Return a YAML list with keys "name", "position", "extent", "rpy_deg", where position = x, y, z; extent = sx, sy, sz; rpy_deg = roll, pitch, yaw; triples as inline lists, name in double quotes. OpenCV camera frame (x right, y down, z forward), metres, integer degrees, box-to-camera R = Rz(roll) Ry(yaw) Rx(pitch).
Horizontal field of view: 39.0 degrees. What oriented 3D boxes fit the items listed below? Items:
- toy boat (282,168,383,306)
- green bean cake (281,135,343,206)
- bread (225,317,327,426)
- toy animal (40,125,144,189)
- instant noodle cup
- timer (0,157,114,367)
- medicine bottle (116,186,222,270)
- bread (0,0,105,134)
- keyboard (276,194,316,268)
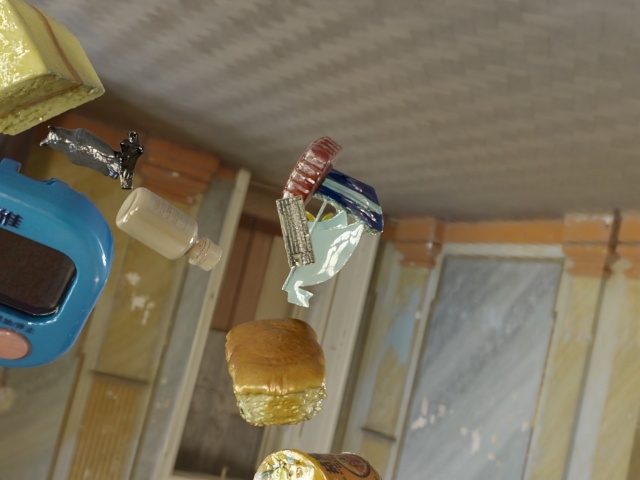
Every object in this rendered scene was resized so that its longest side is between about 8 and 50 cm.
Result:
- name: "toy boat"
  position: [0.000, 0.000, 1.849]
  extent: [0.221, 0.291, 0.067]
  rpy_deg: [27, -177, 19]
- name: "green bean cake"
  position: [-0.018, -0.132, 1.735]
  extent: [0.056, 0.135, 0.135]
  rpy_deg: [34, -158, 4]
- name: "bread"
  position: [-0.080, 0.225, 1.594]
  extent: [0.174, 0.121, 0.245]
  rpy_deg: [3, -156, -9]
- name: "toy animal"
  position: [-0.498, -0.178, 1.959]
  extent: [0.210, 0.121, 0.117]
  rpy_deg: [9, -140, -26]
- name: "instant noodle cup"
  position: [0.005, 0.475, 1.621]
  extent: [0.216, 0.215, 0.172]
  rpy_deg: [7, 180, 44]
- name: "timer"
  position: [-0.457, 0.017, 1.194]
  extent: [0.340, 0.115, 0.309]
  rpy_deg: [24, 126, -16]
- name: "medicine bottle"
  position: [-0.348, -0.017, 2.121]
  extent: [0.252, 0.114, 0.114]
  rpy_deg: [34, 164, -24]
- name: "bread"
  position: [-0.571, -0.306, 1.615]
  extent: [0.236, 0.198, 0.263]
  rpy_deg: [-29, 176, 10]
- name: "keyboard"
  position: [-0.044, -0.016, 1.636]
  extent: [0.049, 0.129, 0.015]
  rpy_deg: [-10, 173, -10]
